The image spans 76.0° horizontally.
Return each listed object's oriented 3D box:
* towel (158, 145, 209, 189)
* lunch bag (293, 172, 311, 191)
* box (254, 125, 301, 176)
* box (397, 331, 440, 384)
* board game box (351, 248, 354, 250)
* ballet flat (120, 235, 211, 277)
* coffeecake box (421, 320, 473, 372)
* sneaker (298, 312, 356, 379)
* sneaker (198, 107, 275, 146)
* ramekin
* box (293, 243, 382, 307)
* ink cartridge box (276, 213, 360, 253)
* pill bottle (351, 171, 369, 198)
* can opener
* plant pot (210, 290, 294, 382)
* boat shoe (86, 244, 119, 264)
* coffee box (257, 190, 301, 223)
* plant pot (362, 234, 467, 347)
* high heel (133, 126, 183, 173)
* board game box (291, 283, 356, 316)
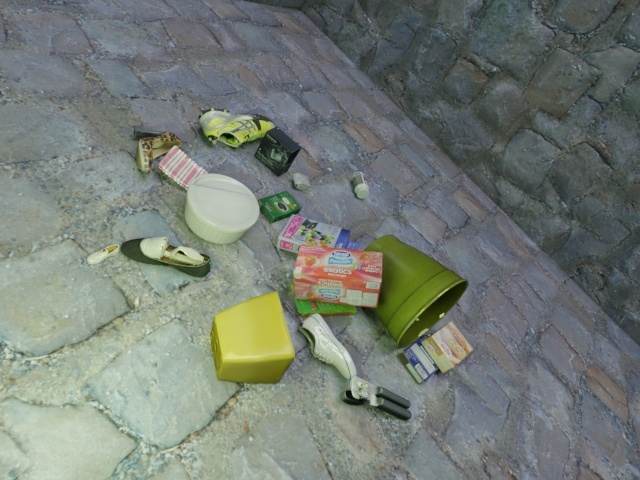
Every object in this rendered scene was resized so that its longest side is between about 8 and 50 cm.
[{"bbox_3d":[-0.516,-0.265,1.588,0.197,0.029,0.144,40,38,-23],"label":"towel"},{"bbox_3d":[-0.094,-0.276,1.940,0.083,0.053,0.071,17,45,-38],"label":"lunch bag"},{"bbox_3d":[-0.200,-0.414,1.906,0.156,0.158,0.093,41,39,4],"label":"box"},{"bbox_3d":[0.416,0.465,1.635,0.225,0.036,0.136,-16,63,-46],"label":"box"},{"bbox_3d":[0.089,0.109,1.672,0.026,0.103,0.154,39,39,0],"label":"board game box"},{"bbox_3d":[-0.482,0.037,1.308,0.281,0.096,0.095,18,44,-23],"label":"ballet flat"},{"bbox_3d":[0.518,0.431,1.672,0.186,0.068,0.142,-15,64,-47],"label":"coffeecake box"},{"bbox_3d":[0.018,0.374,1.394,0.091,0.094,0.258,-27,66,-29],"label":"sneaker"},{"bbox_3d":[-0.374,-0.502,1.901,0.385,0.145,0.147,-8,79,-39],"label":"sneaker"},{"bbox_3d":[-0.371,-0.108,1.508,0.273,0.127,0.272,20,43,-21],"label":"ramekin"},{"bbox_3d":[0.063,0.127,1.457,0.300,0.154,0.142,5,45,6],"label":"box"},{"bbox_3d":[0.000,0.000,1.656,0.311,0.065,0.185,18,37,6],"label":"ink cartridge box"},{"bbox_3d":[0.213,-0.292,2.169,0.078,0.078,0.137,15,45,-27],"label":"pill bottle"},{"bbox_3d":[0.191,0.532,1.374,0.281,0.093,0.074,30,41,-24],"label":"can opener"},{"bbox_3d":[-0.213,0.298,1.197,0.187,0.212,0.212,-5,55,-25],"label":"plant pot"},{"bbox_3d":[-0.649,0.038,1.226,0.035,0.035,0.100,48,40,10],"label":"boat shoe"},{"bbox_3d":[-0.178,-0.146,1.760,0.113,0.040,0.184,48,40,12],"label":"coffee box"},{"bbox_3d":[0.324,0.173,1.640,0.367,0.366,0.353,-13,49,-44],"label":"plant pot"},{"bbox_3d":[-0.607,-0.338,1.574,0.186,0.093,0.261,5,46,-34],"label":"high heel"},{"bbox_3d":[0.010,0.226,1.555,0.260,0.039,0.124,7,48,-35],"label":"board game box"}]
